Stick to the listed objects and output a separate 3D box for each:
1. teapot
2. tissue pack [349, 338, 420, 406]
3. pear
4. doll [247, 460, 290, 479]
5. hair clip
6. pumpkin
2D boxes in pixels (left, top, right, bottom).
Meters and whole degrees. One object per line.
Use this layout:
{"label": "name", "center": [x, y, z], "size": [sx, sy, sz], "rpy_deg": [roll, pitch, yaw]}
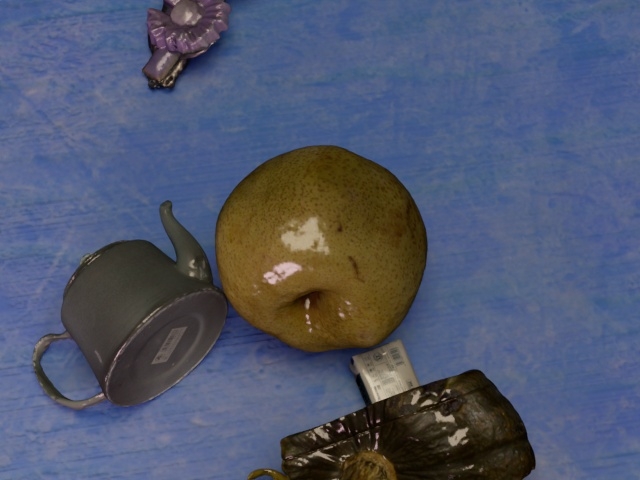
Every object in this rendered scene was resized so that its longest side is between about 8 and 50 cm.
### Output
{"label": "teapot", "center": [-0.210, 0.073, 1.832], "size": [0.149, 0.162, 0.239], "rpy_deg": [44, 101, 23]}
{"label": "tissue pack", "center": [0.073, 0.155, 1.863], "size": [0.062, 0.042, 0.083], "rpy_deg": [-19, 70, -13]}
{"label": "pear", "center": [0.000, 0.000, 1.838], "size": [0.228, 0.188, 0.211], "rpy_deg": [30, 43, -23]}
{"label": "doll", "center": [-0.050, 0.302, 1.771], "size": [0.145, 0.096, 0.188], "rpy_deg": [2, 57, -11]}
{"label": "hair clip", "center": [-0.121, -0.297, 2.031], "size": [0.106, 0.084, 0.292], "rpy_deg": [25, 72, 26]}
{"label": "pumpkin", "center": [0.102, 0.210, 1.760], "size": [0.248, 0.126, 0.131], "rpy_deg": [-22, 92, -25]}
